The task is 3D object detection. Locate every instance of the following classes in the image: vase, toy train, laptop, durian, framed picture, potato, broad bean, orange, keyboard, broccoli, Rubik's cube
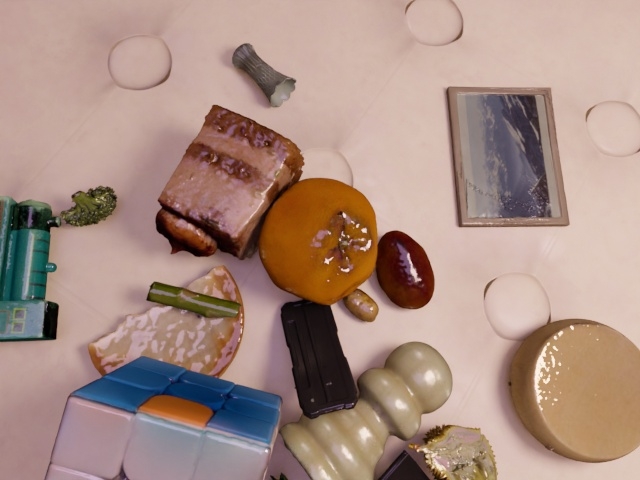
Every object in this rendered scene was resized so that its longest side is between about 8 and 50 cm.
[{"bbox_3d":[-0.132,-0.376,1.140,0.081,0.081,0.149,-42,78,-12],"label":"vase"},{"bbox_3d":[-0.603,0.058,0.985,0.194,0.120,0.299,0,75,-11],"label":"toy train"},{"bbox_3d":[0.112,0.471,0.875,0.197,0.016,0.135,-42,116,-15],"label":"laptop"},{"bbox_3d":[0.234,0.408,0.921,0.208,0.102,0.147,27,37,-26],"label":"durian"},{"bbox_3d":[0.419,-0.192,1.148,0.247,0.022,0.335,0,76,-3],"label":"framed picture"},{"bbox_3d":[0.082,0.131,1.037,0.083,0.040,0.051,42,87,9],"label":"potato"},{"bbox_3d":[0.171,0.060,1.041,0.114,0.084,0.165,-11,83,11],"label":"broad bean"},{"bbox_3d":[0.000,0.000,0.969,0.248,0.183,0.249,2,84,-22],"label":"orange"},{"bbox_3d":[-0.010,0.207,0.954,0.106,0.016,0.262,-12,42,-7],"label":"keyboard"},{"bbox_3d":[-0.473,-0.072,1.034,0.096,0.092,0.095,5,59,25],"label":"broccoli"},{"bbox_3d":[-0.238,0.378,0.805,0.290,0.292,0.292,16,87,-1],"label":"Rubik's cube"}]

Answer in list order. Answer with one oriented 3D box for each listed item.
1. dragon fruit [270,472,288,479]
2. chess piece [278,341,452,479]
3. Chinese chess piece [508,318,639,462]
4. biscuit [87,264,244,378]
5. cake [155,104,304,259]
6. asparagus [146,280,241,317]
[{"bbox_3d":[-0.072,0.519,0.901,0.142,0.138,0.175,-37,103,13],"label":"dragon fruit"},{"bbox_3d":[0.104,0.318,0.934,0.330,0.182,0.182,-36,80,-16],"label":"chess piece"},{"bbox_3d":[0.505,0.286,0.989,0.273,0.102,0.274,1,75,-4],"label":"Chinese chess piece"},{"bbox_3d":[-0.276,0.202,1.000,0.308,0.040,0.205,-32,79,-10],"label":"biscuit"},{"bbox_3d":[-0.182,-0.081,0.997,0.198,0.196,0.293,28,75,2],"label":"cake"},{"bbox_3d":[-0.243,0.118,0.982,0.178,0.041,0.045,15,99,-3],"label":"asparagus"}]
